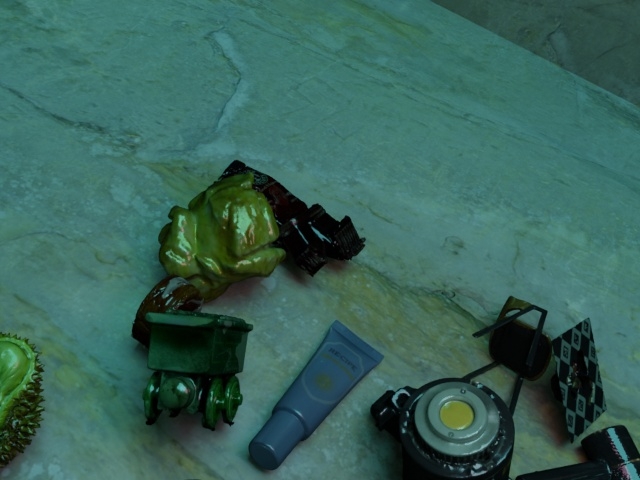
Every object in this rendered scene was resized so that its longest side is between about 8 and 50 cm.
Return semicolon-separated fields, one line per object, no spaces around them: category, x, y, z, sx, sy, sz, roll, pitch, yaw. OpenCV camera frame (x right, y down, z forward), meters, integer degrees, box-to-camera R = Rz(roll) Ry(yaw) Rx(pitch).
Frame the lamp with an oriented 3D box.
lamp;0.257;0.396;1.253;0.205;0.272;0.374;-38;70;-26

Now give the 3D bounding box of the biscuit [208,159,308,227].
biscuit;-0.152;-0.118;1.691;0.235;0.063;0.151;29;29;11

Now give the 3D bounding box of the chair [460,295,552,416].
chair;0.439;0.240;1.551;0.172;0.159;0.247;31;41;30

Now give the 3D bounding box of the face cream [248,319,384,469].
face cream;-0.008;0.304;1.369;0.135;0.086;0.385;36;42;11

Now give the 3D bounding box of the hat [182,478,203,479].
hat;-0.206;0.459;1.165;0.121;0.050;0.121;14;47;-15

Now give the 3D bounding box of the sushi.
sushi;0.574;0.313;1.557;0.219;0.047;0.231;-14;93;-47

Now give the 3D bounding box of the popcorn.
popcorn;-0.217;-0.005;1.467;0.276;0.276;0.225;-32;103;-40

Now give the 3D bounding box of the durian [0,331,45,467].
durian;-0.555;0.274;1.096;0.200;0.176;0.237;13;41;1

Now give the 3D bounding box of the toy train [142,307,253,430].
toy train;-0.219;0.230;1.215;0.145;0.266;0.202;5;82;9

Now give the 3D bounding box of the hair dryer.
hair dryer;0.527;0.513;1.412;0.352;0.107;0.189;-6;55;-17

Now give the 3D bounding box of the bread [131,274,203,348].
bread;-0.299;0.147;1.335;0.073;0.160;0.160;27;45;12

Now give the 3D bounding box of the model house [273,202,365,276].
model house;-0.008;0.007;1.603;0.203;0.141;0.164;-33;81;-38
